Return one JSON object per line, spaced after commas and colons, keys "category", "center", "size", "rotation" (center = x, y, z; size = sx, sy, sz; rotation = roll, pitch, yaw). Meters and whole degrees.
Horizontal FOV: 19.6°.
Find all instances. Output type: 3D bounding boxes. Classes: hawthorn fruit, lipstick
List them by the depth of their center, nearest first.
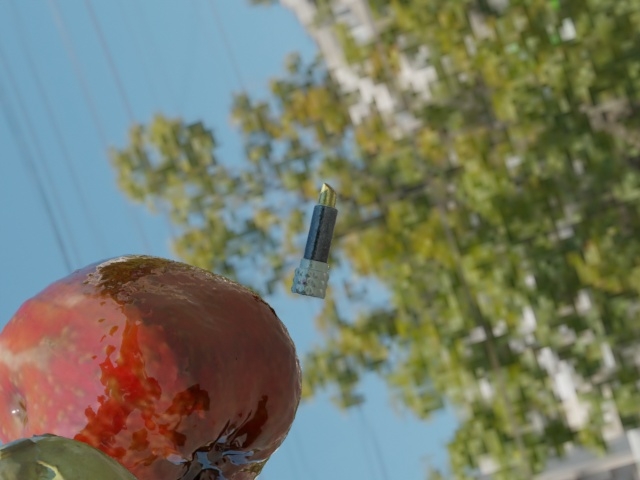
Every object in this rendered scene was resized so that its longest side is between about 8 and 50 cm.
{"category": "hawthorn fruit", "center": [-0.179, 0.141, 1.749], "size": [0.275, 0.299, 0.275], "rotation": [-33, -47, -45]}
{"category": "lipstick", "center": [0.000, 0.000, 1.862], "size": [0.037, 0.037, 0.116], "rotation": [23, -100, -69]}

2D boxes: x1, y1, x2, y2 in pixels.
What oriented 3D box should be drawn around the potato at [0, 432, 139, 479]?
{"category": "potato", "center": [-0.168, 0.240, 1.170], "size": [0.143, 0.169, 0.248], "rotation": [-17, -49, -37]}
